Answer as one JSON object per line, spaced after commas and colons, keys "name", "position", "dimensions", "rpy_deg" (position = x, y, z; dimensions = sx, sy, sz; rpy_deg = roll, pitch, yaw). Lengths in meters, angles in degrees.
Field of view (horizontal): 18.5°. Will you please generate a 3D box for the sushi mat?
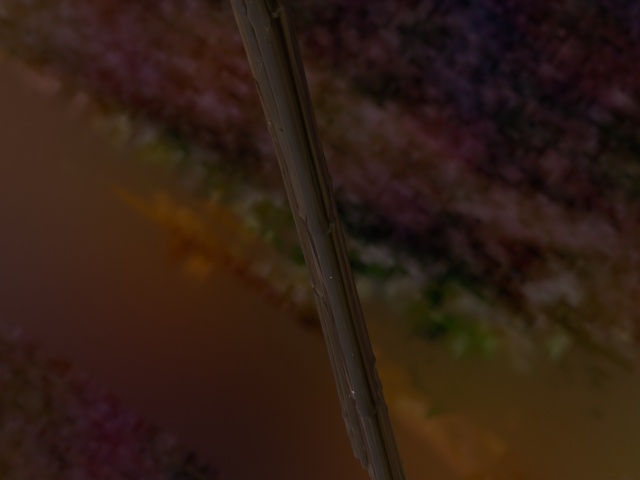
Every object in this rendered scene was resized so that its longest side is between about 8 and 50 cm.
{"name": "sushi mat", "position": [0.000, 0.000, 0.584], "dimensions": [0.151, 0.019, 0.316], "rpy_deg": [-108, 2, -50]}
